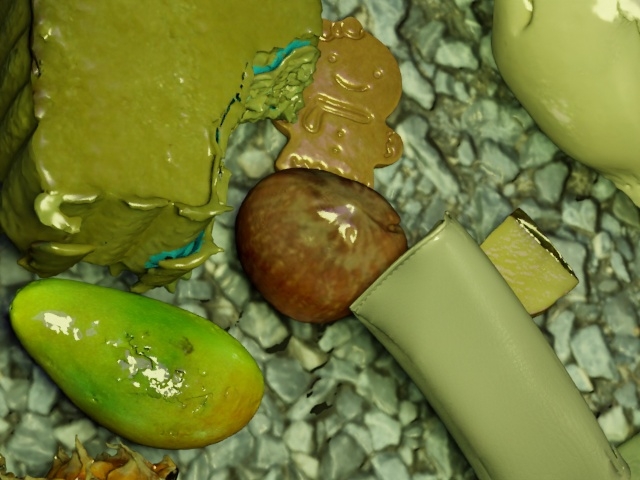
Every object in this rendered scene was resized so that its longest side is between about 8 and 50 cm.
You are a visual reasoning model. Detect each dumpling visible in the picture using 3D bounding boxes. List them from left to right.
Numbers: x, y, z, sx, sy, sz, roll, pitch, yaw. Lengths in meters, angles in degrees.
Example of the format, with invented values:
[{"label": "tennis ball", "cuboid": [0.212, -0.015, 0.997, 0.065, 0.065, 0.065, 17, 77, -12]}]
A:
[{"label": "dumpling", "cuboid": [0.324, -0.217, 1.481, 0.315, 0.233, 0.395, -36, 103, -19]}]

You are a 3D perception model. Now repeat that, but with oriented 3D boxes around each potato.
[{"label": "potato", "cuboid": [0.174, 0.038, 1.457, 0.103, 0.066, 0.096, -33, 76, -17]}]

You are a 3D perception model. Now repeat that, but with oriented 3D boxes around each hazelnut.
[{"label": "hazelnut", "cuboid": [0.000, 0.000, 1.370, 0.154, 0.143, 0.143, 35, 70, -9]}]

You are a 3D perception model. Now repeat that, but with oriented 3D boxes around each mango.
[{"label": "mango", "cuboid": [-0.158, 0.104, 1.300, 0.233, 0.125, 0.111, 24, 109, -21]}]

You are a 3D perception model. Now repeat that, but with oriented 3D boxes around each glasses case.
[{"label": "glasses case", "cuboid": [0.147, 0.123, 1.372, 0.128, 0.083, 0.308, -35, 105, -1]}]

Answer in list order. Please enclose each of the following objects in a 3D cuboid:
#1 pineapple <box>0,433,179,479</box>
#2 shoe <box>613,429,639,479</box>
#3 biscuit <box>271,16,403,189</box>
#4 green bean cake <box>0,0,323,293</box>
[{"label": "pineapple", "cuboid": [-0.285, 0.209, 1.201, 0.272, 0.262, 0.262, 33, 70, 4]}, {"label": "shoe", "cuboid": [0.300, 0.241, 1.448, 0.100, 0.103, 0.251, 15, 51, 29]}, {"label": "biscuit", "cuboid": [0.023, -0.119, 1.461, 0.133, 0.027, 0.184, 30, 71, -9]}, {"label": "green bean cake", "cuboid": [-0.140, -0.101, 1.307, 0.285, 0.202, 0.310, 11, 64, -26]}]
